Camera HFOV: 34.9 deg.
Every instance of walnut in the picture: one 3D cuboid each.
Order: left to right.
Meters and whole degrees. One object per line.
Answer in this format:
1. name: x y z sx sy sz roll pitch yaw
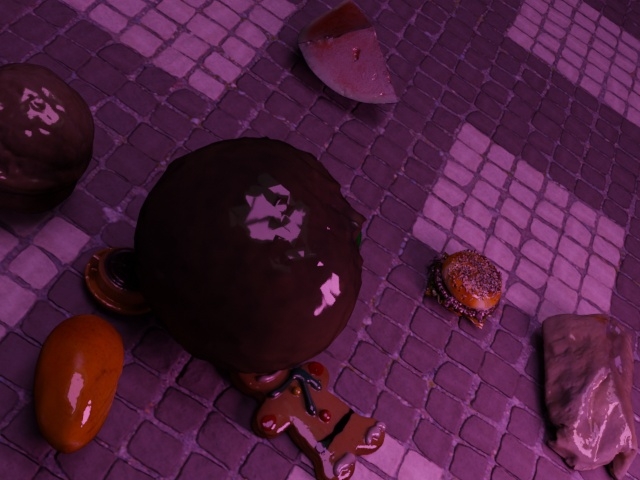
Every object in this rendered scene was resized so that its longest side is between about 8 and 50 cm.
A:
1. walnut: -0.493 -0.168 1.700 0.248 0.248 0.248 18 45 -19

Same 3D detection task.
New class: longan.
1. longan: -0.107 0.022 1.656 0.391 0.391 0.391 18 45 -19

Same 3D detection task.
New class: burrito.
1. burrito: 0.553 0.305 2.048 0.190 0.135 0.332 26 46 -21

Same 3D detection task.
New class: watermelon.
1. watermelon: 0.070 -0.447 2.386 0.256 0.176 0.260 28 20 -20

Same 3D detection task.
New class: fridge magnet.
1. fridge magnet: -0.330 0.065 1.733 0.143 0.063 0.143 17 43 -16

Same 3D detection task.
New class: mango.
1. mango: -0.367 0.214 1.522 0.126 0.154 0.252 15 32 -12

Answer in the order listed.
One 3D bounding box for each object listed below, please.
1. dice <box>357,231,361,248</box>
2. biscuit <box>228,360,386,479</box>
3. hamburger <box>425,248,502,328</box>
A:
1. dice: 0.000 0.000 1.959 0.120 0.131 0.128 21 43 -19
2. biscuit: -0.034 0.281 1.748 0.301 0.049 0.197 42 40 8
3. hamburger: 0.307 0.084 2.110 0.164 0.093 0.189 25 41 -11
